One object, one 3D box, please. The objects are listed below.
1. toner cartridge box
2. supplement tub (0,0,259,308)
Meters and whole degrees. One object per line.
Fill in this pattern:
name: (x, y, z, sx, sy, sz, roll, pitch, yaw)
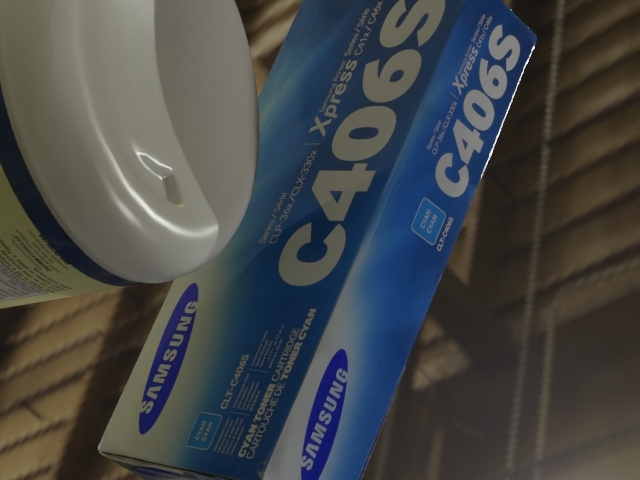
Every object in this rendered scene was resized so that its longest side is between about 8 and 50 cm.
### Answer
toner cartridge box: (0.000, 0.000, 1.031, 0.165, 0.075, 0.348, 1, -118, 49)
supplement tub: (-0.225, -0.070, 0.956, 0.324, 0.235, 0.235, -10, -140, 25)
